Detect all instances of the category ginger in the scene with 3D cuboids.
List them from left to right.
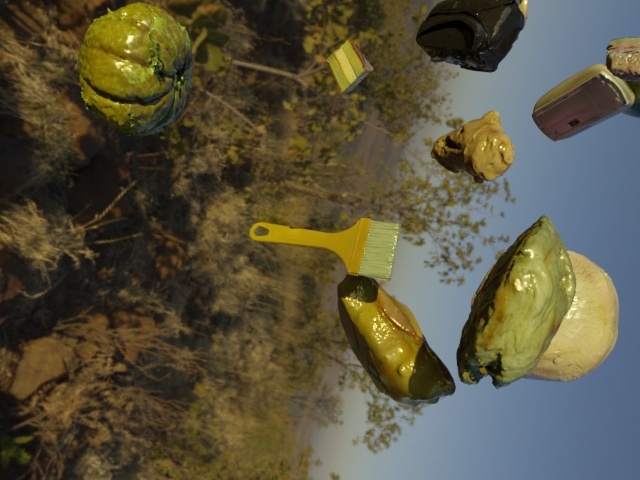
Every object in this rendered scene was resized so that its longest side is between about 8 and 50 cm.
[{"bbox_3d":[0.401,-0.244,1.470,0.354,0.126,0.189,-161,-100,-74],"label":"ginger"}]

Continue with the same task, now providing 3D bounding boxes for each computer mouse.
[{"bbox_3d":[0.584,-0.306,1.235,0.056,0.126,0.245,-44,-176,-22],"label":"computer mouse"}]

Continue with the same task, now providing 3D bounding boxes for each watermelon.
[{"bbox_3d":[0.539,-0.301,0.938,0.187,0.139,0.071,-132,-150,-61],"label":"watermelon"}]

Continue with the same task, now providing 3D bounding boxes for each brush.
[{"bbox_3d":[0.000,0.000,0.734,0.011,0.205,0.083,68,34,-62],"label":"brush"}]

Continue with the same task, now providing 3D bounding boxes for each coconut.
[{"bbox_3d":[0.475,0.156,1.175,0.255,0.297,0.297,17,89,-46],"label":"coconut"}]

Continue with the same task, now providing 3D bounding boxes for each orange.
[{"bbox_3d":[-0.416,-0.394,1.252,0.301,0.223,0.300,-69,177,-49],"label":"orange"}]

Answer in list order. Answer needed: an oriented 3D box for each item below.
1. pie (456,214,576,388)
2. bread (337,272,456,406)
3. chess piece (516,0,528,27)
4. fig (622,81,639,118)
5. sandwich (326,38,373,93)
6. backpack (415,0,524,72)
[{"bbox_3d":[0.220,0.074,0.613,0.248,0.090,0.201,-23,139,-65],"label":"pie"},{"bbox_3d":[0.097,0.151,0.825,0.088,0.233,0.160,-25,156,-19],"label":"bread"},{"bbox_3d":[0.424,-0.575,1.378,0.094,0.171,0.094,4,90,-81],"label":"chess piece"},{"bbox_3d":[0.964,-0.452,1.642,0.195,0.245,0.195,-41,-165,13],"label":"fig"},{"bbox_3d":[0.082,-0.579,1.826,0.117,0.144,0.187,-42,-175,22],"label":"sandwich"},{"bbox_3d":[0.244,-0.338,0.905,0.120,0.165,0.106,-52,128,-7],"label":"backpack"}]
